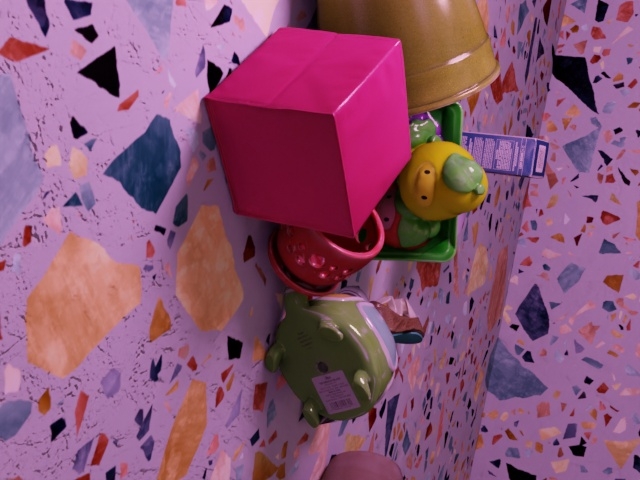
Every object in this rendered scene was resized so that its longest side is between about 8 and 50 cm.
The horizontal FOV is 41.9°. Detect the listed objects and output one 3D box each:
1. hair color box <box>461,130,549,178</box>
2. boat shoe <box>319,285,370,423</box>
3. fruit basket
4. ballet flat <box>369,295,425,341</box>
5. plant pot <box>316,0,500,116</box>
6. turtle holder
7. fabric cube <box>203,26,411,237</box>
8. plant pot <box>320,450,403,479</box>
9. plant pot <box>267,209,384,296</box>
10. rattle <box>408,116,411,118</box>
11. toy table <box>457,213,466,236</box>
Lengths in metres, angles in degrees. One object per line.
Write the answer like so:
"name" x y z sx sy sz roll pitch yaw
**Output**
"hair color box" 0.423 -0.239 2.261 0.174 0.347 0.105 -5 104 -64
"boat shoe" 0.042 0.274 1.929 0.119 0.121 0.335 -11 111 -68
"fruit basket" 0.207 -0.130 1.842 0.392 0.283 0.392 2 90 -89
"ballet flat" 0.200 0.216 2.286 0.342 0.116 0.124 18 64 -61
"plant pot" 0.140 -0.464 1.634 0.366 0.366 0.353 -48 129 -48
"turtle holder" 0.021 0.212 1.767 0.227 0.320 0.243 -33 158 -53
"fabric cube" -0.011 -0.196 1.477 0.258 0.259 0.254 -54 145 -40
"plant pot" 0.092 0.682 2.038 0.323 0.323 0.280 74 19 -44
"plant pot" 0.000 0.000 1.628 0.174 0.191 0.191 -44 180 39
"rattle" 0.109 -0.221 1.776 0.130 0.199 0.143 -90 173 -68
"toy table" 0.294 -0.089 2.262 0.274 0.161 0.252 -51 145 -44
